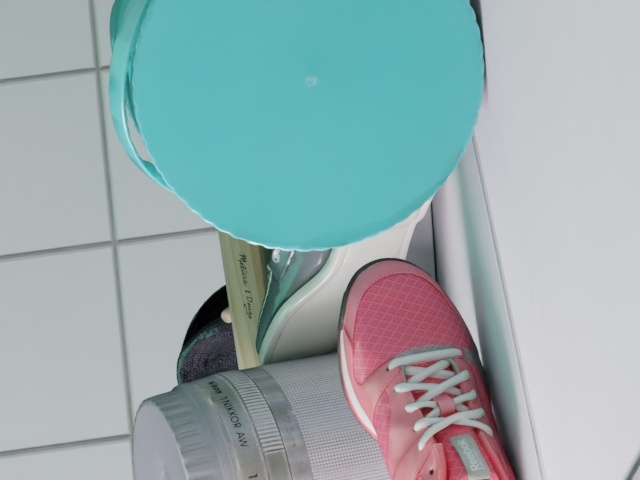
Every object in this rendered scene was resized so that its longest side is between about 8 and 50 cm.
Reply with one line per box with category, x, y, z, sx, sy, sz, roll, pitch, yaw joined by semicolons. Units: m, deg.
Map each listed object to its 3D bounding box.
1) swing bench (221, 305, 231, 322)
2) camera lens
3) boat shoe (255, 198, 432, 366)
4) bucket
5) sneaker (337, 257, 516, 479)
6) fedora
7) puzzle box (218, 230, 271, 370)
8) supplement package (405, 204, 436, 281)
swing bench;-0.016;-0.050;2.043;0.255;0.165;0.253;-56;-31;-44
camera lens;-0.012;0.217;1.448;0.219;0.274;0.219;172;90;-69
boat shoe;0.012;-0.003;1.436;0.099;0.116;0.319;59;140;32
bucket;-0.020;-0.132;1.135;0.183;0.281;0.281;-116;18;-71
sneaker;0.101;0.152;1.193;0.136;0.116;0.314;122;134;-70
fedora;-0.075;0.182;2.178;0.152;0.334;0.334;5;-105;-64
puzzle box;0.000;0.000;1.650;0.272;0.052;0.409;-41;-48;-47
supplement package;0.054;0.016;1.551;0.105;0.105;0.179;-103;6;-61
